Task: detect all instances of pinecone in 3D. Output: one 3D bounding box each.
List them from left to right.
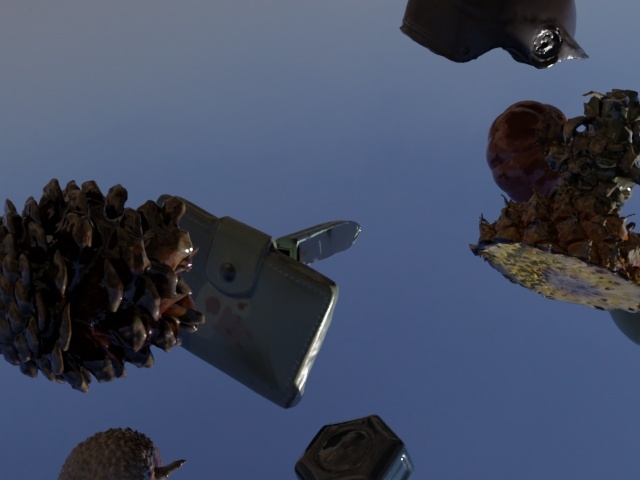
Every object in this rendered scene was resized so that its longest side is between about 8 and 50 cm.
[{"bbox_3d":[-0.195,0.041,0.938,0.204,0.184,0.179,9,154,-28],"label":"pinecone"}]

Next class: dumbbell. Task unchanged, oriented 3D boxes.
[{"bbox_3d":[0.085,0.399,1.497,0.160,0.325,0.144,-16,-148,13],"label":"dumbbell"}]

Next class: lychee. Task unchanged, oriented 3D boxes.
[{"bbox_3d":[-0.293,0.358,1.585,0.197,0.165,0.165,-5,-162,6],"label":"lychee"}]

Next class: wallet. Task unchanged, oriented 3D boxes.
[{"bbox_3d":[-0.151,0.089,1.735,0.360,0.252,0.083,28,-158,17],"label":"wallet"}]

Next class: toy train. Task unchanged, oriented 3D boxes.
[{"bbox_3d":[0.001,0.000,1.847,0.048,0.055,0.252,3,-170,27],"label":"toy train"}]

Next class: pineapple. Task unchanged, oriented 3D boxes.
[{"bbox_3d":[0.357,-0.072,1.440,0.262,0.272,0.262,19,168,4],"label":"pineapple"}]

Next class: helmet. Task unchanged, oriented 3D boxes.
[{"bbox_3d":[0.271,-0.369,1.626,0.305,0.177,0.225,-4,-158,-20],"label":"helmet"}]

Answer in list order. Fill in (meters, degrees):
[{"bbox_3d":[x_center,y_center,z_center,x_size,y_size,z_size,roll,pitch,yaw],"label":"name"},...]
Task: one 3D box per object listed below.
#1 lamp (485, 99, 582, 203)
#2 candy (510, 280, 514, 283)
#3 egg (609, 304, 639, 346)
[{"bbox_3d":[0.353,-0.141,1.736,0.182,0.182,0.140,-26,179,-38],"label":"lamp"},{"bbox_3d":[0.386,0.051,2.208,0.061,0.061,0.202,-5,170,23],"label":"candy"},{"bbox_3d":[0.604,0.099,1.851,0.282,0.203,0.203,30,166,-38],"label":"egg"}]
